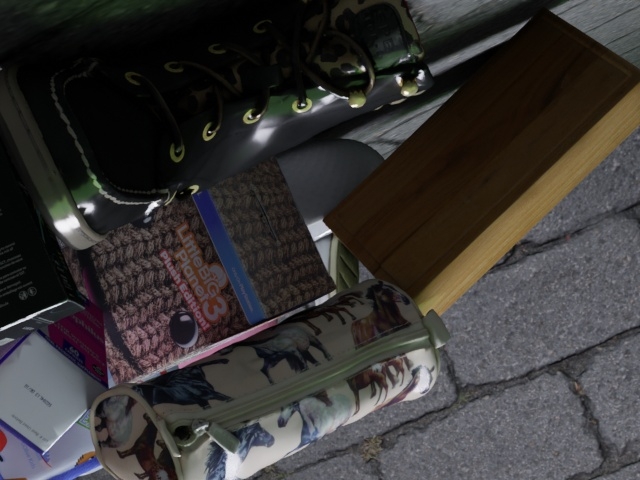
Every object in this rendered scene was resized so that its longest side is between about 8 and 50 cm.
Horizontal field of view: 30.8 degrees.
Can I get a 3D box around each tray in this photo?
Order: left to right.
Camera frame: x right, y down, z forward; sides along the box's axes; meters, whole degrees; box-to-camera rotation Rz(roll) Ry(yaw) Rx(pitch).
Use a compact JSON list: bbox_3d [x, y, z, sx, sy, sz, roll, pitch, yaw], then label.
[{"bbox_3d":[0.213,-0.100,1.502,0.411,0.203,0.076,-43,138,1],"label":"tray"}]

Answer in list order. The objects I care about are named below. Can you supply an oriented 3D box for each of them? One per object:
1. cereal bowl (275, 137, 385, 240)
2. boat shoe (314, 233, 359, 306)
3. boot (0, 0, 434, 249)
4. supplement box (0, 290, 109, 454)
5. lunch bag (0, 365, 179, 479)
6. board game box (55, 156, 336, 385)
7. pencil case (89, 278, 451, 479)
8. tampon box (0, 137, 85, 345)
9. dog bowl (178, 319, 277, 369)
[{"bbox_3d":[-0.057,-0.061,1.721,0.339,0.141,0.339,-24,177,-1],"label":"cereal bowl"},{"bbox_3d":[0.000,0.000,1.949,0.103,0.302,0.113,-11,147,16],"label":"boat shoe"},{"bbox_3d":[-0.066,-0.112,0.861,0.284,0.138,0.377,-24,-179,5],"label":"boot"},{"bbox_3d":[-0.326,0.129,1.350,0.114,0.111,0.220,-44,-157,5],"label":"supplement box"},{"bbox_3d":[-0.417,0.202,1.733,0.239,0.328,0.385,-28,177,28],"label":"lunch bag"},{"bbox_3d":[-0.166,0.021,1.455,0.291,0.232,0.141,-28,175,38],"label":"board game box"},{"bbox_3d":[-0.047,0.172,1.328,0.410,0.160,0.183,-21,-172,-35],"label":"pencil case"},{"bbox_3d":[-0.273,-0.001,0.938,0.101,0.161,0.120,-24,175,-6],"label":"tampon box"},{"bbox_3d":[-0.259,0.166,2.124,0.408,0.150,0.408,-24,177,-1],"label":"dog bowl"}]
